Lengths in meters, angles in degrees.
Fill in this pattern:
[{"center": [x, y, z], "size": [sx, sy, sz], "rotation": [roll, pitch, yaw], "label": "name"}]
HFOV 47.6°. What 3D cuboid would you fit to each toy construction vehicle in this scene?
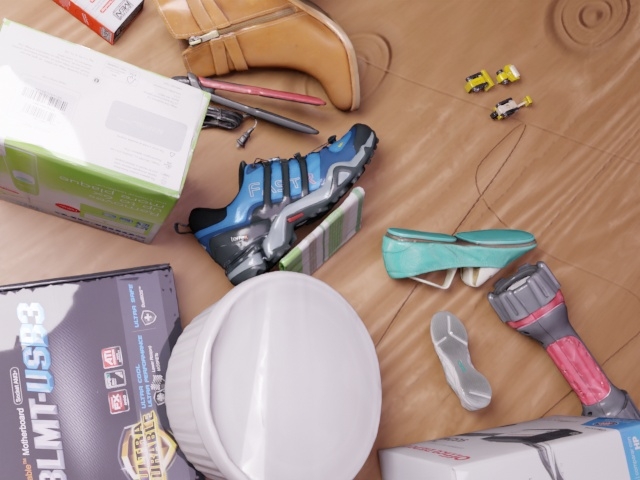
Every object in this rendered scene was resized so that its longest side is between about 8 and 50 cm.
[{"center": [0.285, -0.236, 1.165], "size": [0.098, 0.035, 0.085], "rotation": [-27, 79, -24], "label": "toy construction vehicle"}]

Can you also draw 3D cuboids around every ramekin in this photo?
[{"center": [-0.063, 0.178, 0.878], "size": [0.273, 0.127, 0.272], "rotation": [14, 69, -40], "label": "ramekin"}]

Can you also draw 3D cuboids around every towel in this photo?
[{"center": [0.000, 0.000, 0.982], "size": [0.023, 0.113, 0.152], "rotation": [41, 70, 18], "label": "towel"}]

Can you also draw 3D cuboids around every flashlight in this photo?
[{"center": [0.374, 0.178, 1.083], "size": [0.103, 0.103, 0.304], "rotation": [-36, 93, -22], "label": "flashlight"}]

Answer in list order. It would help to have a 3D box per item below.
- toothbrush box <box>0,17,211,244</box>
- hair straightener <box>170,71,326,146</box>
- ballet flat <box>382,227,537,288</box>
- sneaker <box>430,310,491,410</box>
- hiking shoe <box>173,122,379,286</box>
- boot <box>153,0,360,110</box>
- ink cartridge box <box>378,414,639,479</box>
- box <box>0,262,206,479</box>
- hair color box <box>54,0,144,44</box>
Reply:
[{"center": [-0.259, -0.100, 0.811], "size": [0.206, 0.283, 0.122], "rotation": [18, 76, -16], "label": "toothbrush box"}, {"center": [-0.111, -0.170, 0.988], "size": [0.231, 0.047, 0.088], "rotation": [8, 102, -16], "label": "hair straightener"}, {"center": [0.202, 0.027, 1.071], "size": [0.248, 0.083, 0.087], "rotation": [0, 105, -19], "label": "ballet flat"}, {"center": [0.193, 0.176, 1.050], "size": [0.054, 0.061, 0.152], "rotation": [-13, 66, -14], "label": "sneaker"}, {"center": [-0.043, -0.078, 0.976], "size": [0.132, 0.113, 0.304], "rotation": [45, 65, 0], "label": "hiking shoe"}, {"center": [-0.077, -0.262, 0.994], "size": [0.220, 0.109, 0.283], "rotation": [-27, 131, 0], "label": "boot"}, {"center": [0.262, 0.319, 0.954], "size": [0.308, 0.223, 0.128], "rotation": [-5, 82, -20], "label": "ink cartridge box"}, {"center": [-0.304, 0.192, 0.861], "size": [0.294, 0.073, 0.295], "rotation": [-7, 82, -21], "label": "box"}, {"center": [-0.313, -0.335, 0.962], "size": [0.141, 0.043, 0.072], "rotation": [37, 71, -9], "label": "hair color box"}]
